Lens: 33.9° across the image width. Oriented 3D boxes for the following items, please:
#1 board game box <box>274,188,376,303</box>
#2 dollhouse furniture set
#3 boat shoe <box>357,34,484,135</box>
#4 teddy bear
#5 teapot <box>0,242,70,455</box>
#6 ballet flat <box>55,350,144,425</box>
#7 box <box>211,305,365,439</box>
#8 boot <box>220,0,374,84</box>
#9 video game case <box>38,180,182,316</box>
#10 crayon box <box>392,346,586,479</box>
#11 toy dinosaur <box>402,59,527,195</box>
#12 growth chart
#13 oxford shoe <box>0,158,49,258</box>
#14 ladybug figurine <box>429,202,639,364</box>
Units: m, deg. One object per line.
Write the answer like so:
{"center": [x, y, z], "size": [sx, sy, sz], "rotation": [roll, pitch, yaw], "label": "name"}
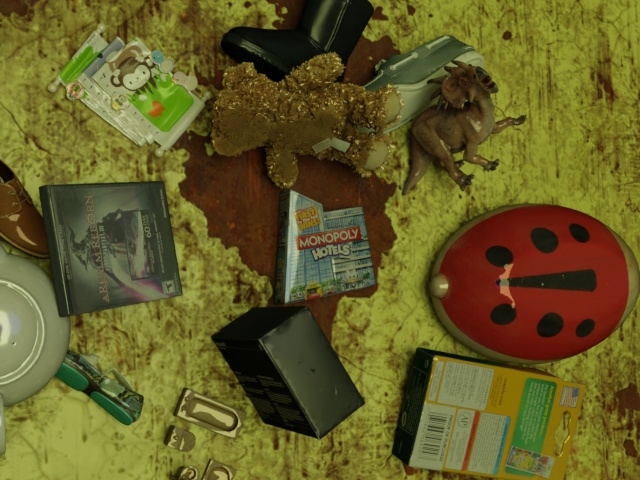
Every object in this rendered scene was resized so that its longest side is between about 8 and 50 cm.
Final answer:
{"center": [0.000, 0.000, 1.848], "size": [0.194, 0.060, 0.194], "rotation": [-10, 91, -22], "label": "board game box"}
{"center": [-0.174, 0.340, 1.718], "size": [0.144, 0.123, 0.151], "rotation": [26, 77, -18], "label": "dollhouse furniture set"}
{"center": [0.146, -0.286, 1.923], "size": [0.319, 0.116, 0.099], "rotation": [-27, 60, -17], "label": "boat shoe"}
{"center": [-0.022, -0.207, 1.791], "size": [0.337, 0.113, 0.245], "rotation": [-8, 129, -6], "label": "teddy bear"}
{"center": [-0.480, 0.137, 1.526], "size": [0.256, 0.187, 0.252], "rotation": [43, 77, -12], "label": "teapot"}
{"center": [-0.363, 0.222, 1.693], "size": [0.188, 0.070, 0.070], "rotation": [42, 73, -16], "label": "ballet flat"}
{"center": [-0.058, 0.207, 1.701], "size": [0.103, 0.261, 0.184], "rotation": [-36, 100, -20], "label": "box"}
{"center": [-0.037, -0.379, 1.840], "size": [0.246, 0.094, 0.207], "rotation": [23, 82, -26], "label": "boot"}
{"center": [-0.322, 0.006, 1.650], "size": [0.274, 0.026, 0.196], "rotation": [-8, 88, -61], "label": "video game case"}
{"center": [0.309, 0.325, 1.920], "size": [0.322, 0.083, 0.203], "rotation": [12, 92, -20], "label": "crayon box"}
{"center": [0.230, -0.209, 1.878], "size": [0.200, 0.295, 0.127], "rotation": [41, 38, -20], "label": "toy dinosaur"}
{"center": [-0.313, -0.255, 1.763], "size": [0.237, 0.021, 0.172], "rotation": [33, 74, -17], "label": "growth chart"}
{"center": [-0.483, -0.059, 1.640], "size": [0.212, 0.076, 0.076], "rotation": [49, 42, -14], "label": "oxford shoe"}
{"center": [0.415, 0.079, 1.954], "size": [0.449, 0.162, 0.305], "rotation": [-5, 88, -22], "label": "ladybug figurine"}
